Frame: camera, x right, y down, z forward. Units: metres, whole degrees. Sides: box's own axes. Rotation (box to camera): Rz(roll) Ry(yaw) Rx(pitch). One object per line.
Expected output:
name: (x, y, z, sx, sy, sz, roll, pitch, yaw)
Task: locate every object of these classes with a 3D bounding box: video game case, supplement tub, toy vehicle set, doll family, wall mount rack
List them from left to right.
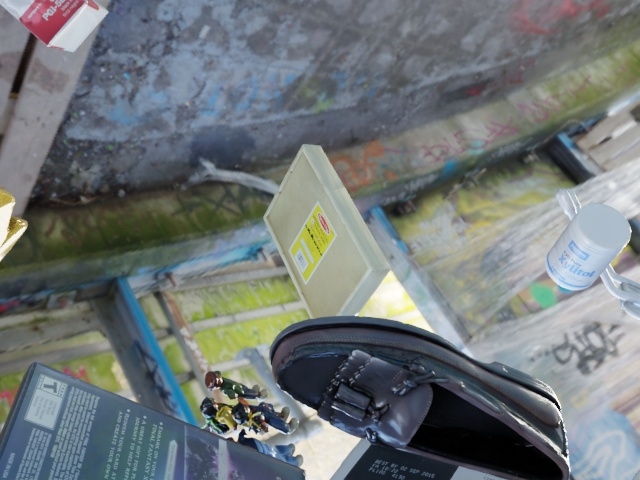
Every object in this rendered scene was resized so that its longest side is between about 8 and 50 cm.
video game case: (-0.123, 0.222, 0.530, 0.274, 0.196, 0.026, 30, 118, -23)
doll family: (-0.099, 0.232, 0.876, 0.111, 0.193, 0.076, 29, 84, -39)
toy vehicle set: (0.000, 0.000, 1.059, 0.035, 0.267, 0.166, 2, 136, -35)
supplement tub: (0.339, 0.010, 0.870, 0.071, 0.071, 0.107, -24, 152, -20)
wall mount rack: (0.488, 0.036, 1.034, 0.350, 0.304, 0.131, -8, 122, -68)

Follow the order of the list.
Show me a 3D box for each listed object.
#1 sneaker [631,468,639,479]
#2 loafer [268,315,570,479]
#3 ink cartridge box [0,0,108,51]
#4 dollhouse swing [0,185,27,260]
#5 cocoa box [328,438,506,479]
sneaker: (0.256, 0.270, 0.454, 0.292, 0.169, 0.108, -15, 128, -51)
loafer: (0.100, 0.151, 0.621, 0.302, 0.095, 0.109, 17, 121, -15)
ink cartridge box: (-0.269, -0.240, 0.613, 0.056, 0.135, 0.099, -46, -166, 5)
dollhouse swing: (-0.526, -0.024, 0.588, 0.315, 0.305, 0.347, -52, 173, -5)
cocoa box: (0.158, 0.398, 0.728, 0.347, 0.228, 0.231, 3, -154, 36)
